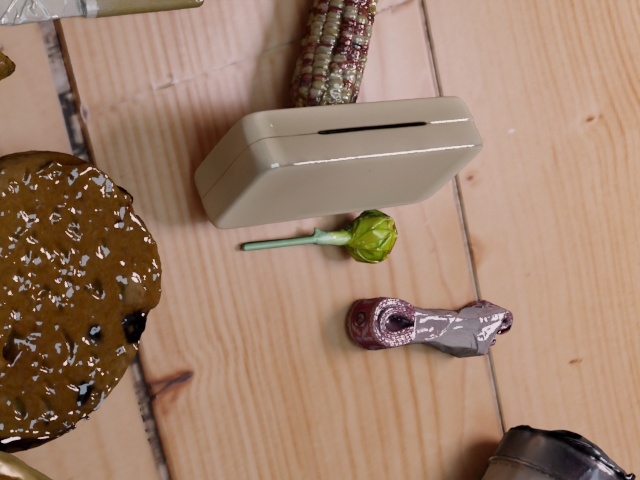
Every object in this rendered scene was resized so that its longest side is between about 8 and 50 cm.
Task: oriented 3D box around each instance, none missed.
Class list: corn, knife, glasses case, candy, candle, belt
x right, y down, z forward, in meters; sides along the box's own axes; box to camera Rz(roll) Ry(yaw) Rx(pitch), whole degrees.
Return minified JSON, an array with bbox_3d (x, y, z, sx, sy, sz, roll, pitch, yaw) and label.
[{"bbox_3d":[0.021,-0.241,1.683,0.079,0.079,0.237,16,83,-40],"label":"corn"},{"bbox_3d":[-0.241,-0.235,1.503,0.298,0.017,0.047,-13,101,-34],"label":"knife"},{"bbox_3d":[0.023,-0.085,1.657,0.313,0.131,0.070,-9,66,-38],"label":"glasses case"},{"bbox_3d":[0.000,0.000,1.712,0.194,0.058,0.062,-4,108,-31],"label":"candy"},{"bbox_3d":[0.239,0.393,1.864,0.187,0.187,0.330,43,69,-34],"label":"candle"},{"bbox_3d":[0.130,0.103,1.825,0.232,0.053,0.071,4,85,-40],"label":"belt"}]

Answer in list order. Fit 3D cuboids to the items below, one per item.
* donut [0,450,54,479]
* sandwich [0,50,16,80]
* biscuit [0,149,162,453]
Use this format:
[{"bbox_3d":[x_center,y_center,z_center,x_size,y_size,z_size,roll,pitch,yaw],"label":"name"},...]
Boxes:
[{"bbox_3d":[-0.360,0.391,1.358,0.449,0.198,0.449,-5,98,-40],"label":"donut"},{"bbox_3d":[-0.377,-0.058,1.274,0.087,0.226,0.251,36,71,-34],"label":"sandwich"},{"bbox_3d":[-0.283,0.057,1.462,0.296,0.075,0.296,-11,107,-40],"label":"biscuit"}]
